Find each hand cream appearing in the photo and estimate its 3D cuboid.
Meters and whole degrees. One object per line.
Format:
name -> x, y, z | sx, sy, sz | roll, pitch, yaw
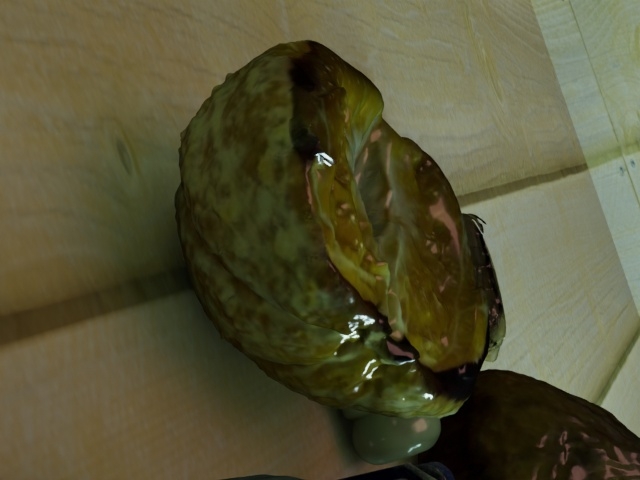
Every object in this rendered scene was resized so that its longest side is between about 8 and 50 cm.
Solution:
hand cream -> 0.039, 0.076, 1.020 | 0.147, 0.093, 0.306 | -2, 73, -59

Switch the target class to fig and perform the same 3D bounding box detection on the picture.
fig -> 0.308, 0.268, 1.125 | 0.286, 0.368, 0.286 | -13, 90, -74

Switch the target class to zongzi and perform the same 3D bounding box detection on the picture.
zongzi -> 0.206, 0.070, 1.370 | 0.197, 0.099, 0.195 | 44, 34, -63

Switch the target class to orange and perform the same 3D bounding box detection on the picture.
orange -> 0.000, 0.000, 0.845 | 0.369, 0.210, 0.271 | 47, 39, -40

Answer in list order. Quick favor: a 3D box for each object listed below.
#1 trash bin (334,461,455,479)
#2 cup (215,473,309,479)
trash bin -> 0.075, 0.325, 0.847 | 0.184, 0.162, 0.234 | -88, 156, -46
cup -> -0.077, 0.276, 0.441 | 0.311, 0.256, 0.331 | 11, 61, -64
